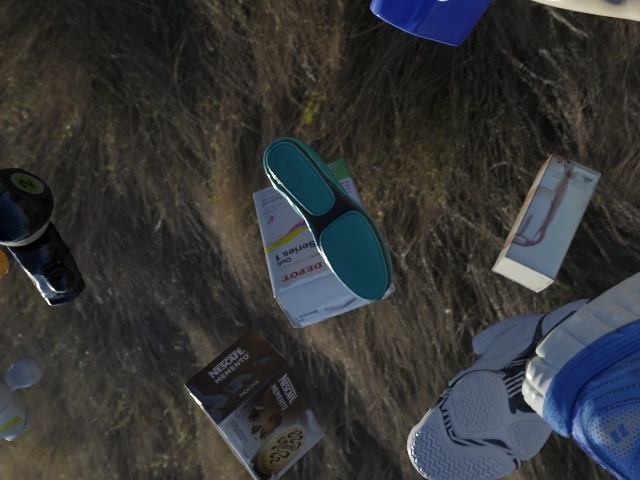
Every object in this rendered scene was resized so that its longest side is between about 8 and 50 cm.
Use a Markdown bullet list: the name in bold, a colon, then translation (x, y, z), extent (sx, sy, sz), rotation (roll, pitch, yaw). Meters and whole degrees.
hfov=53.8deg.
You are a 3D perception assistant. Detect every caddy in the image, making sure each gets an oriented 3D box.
- **caddy**: translation (0.198, -0.515, 1.202), extent (0.241, 0.342, 0.179), rotation (52, 126, 27)

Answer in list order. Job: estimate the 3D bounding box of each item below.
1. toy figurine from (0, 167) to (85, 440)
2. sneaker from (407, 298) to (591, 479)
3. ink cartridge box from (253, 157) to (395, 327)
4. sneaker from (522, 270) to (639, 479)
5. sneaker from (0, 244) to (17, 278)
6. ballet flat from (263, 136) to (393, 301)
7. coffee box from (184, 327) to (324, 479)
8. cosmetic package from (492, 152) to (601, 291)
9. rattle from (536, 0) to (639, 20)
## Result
- **toy figurine**: translation (-0.300, 0.045, 0.461), extent (0.213, 0.209, 0.148), rotation (11, 150, 0)
- **sneaker**: translation (0.270, 0.223, 0.943), extent (0.137, 0.366, 0.210), rotation (56, 167, 5)
- **ink cartridge box**: translation (0.000, 0.000, 1.204), extent (0.202, 0.278, 0.117), rotation (-21, 138, 5)
- **sneaker**: translation (0.312, 0.055, 0.437), extent (0.147, 0.330, 0.130), rotation (52, -178, 33)
- **sneaker**: translation (-0.423, -0.008, 0.779), extent (0.215, 0.083, 0.084), rotation (16, 137, 35)
- **ballet flat**: translation (0.019, -0.034, 0.833), extent (0.083, 0.087, 0.247), rotation (-35, 94, 15)
- **coffee box**: translation (-0.119, 0.333, 1.224), extent (0.119, 0.168, 0.297), rotation (36, 155, 38)
- **cosmetic package**: translation (0.548, -0.041, 1.537), extent (0.129, 0.296, 0.153), rotation (26, 166, 9)
- **rattle**: translation (0.171, -0.216, 0.413), extent (0.200, 0.130, 0.142), rotation (43, 153, 45)
